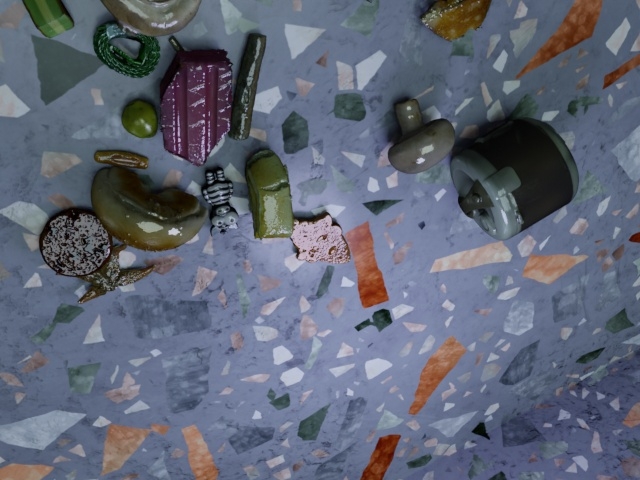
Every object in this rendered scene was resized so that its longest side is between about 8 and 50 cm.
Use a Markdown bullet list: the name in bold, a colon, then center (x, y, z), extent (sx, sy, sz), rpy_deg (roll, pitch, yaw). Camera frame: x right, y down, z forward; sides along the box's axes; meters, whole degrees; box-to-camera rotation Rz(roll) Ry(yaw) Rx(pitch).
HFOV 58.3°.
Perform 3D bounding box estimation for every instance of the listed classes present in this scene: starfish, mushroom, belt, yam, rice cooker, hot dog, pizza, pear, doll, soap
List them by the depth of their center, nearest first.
- **mushroom**: center (-0.366, -0.562, 1.234), extent (0.254, 0.184, 0.255), rpy_deg (-15, 116, -35)
- **belt**: center (-0.456, -0.450, 1.338), extent (0.151, 0.079, 0.121), rpy_deg (11, 106, -40)
- **yam**: center (-0.333, -0.452, 1.417), extent (0.021, 0.021, 0.116), rpy_deg (-36, 128, 2)
- **pear**: center (-0.445, -0.298, 1.430), extent (0.092, 0.092, 0.097), rpy_deg (-37, 127, 3)
- **soap**: center (-0.314, -0.323, 1.436), extent (0.182, 0.112, 0.289), rpy_deg (-4, 127, -15)
- **yam**: center (-0.190, -0.396, 1.487), extent (0.061, 0.061, 0.274), rpy_deg (3, 118, -24)
- **hot dog**: center (-0.515, -0.211, 1.492), extent (0.137, 0.028, 0.044), rpy_deg (8, 110, -25)
- **pizza**: center (0.369, -0.625, 1.573), extent (0.226, 0.069, 0.147), rpy_deg (-29, 149, 1)
- **doll**: center (-0.284, -0.103, 1.632), extent (0.091, 0.067, 0.220), rpy_deg (-17, 127, -17)
- **starfish**: center (-0.605, 0.085, 1.636), extent (0.247, 0.050, 0.138), rpy_deg (-27, 127, -13)
- **mushroom**: center (0.285, -0.295, 1.664), extent (0.206, 0.206, 0.209), rpy_deg (-29, 127, -3)
- **rice cooker**: center (0.582, -0.187, 1.790), extent (0.325, 0.335, 0.335), rpy_deg (-31, 127, -1)

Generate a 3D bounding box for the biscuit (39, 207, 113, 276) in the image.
- **biscuit**: center (-0.652, 0.007, 1.539), extent (0.191, 0.049, 0.192), rpy_deg (-4, 107, -13)

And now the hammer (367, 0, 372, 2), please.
- **hammer**: center (0.207, -0.679, 1.492), extent (0.246, 0.029, 0.103), rpy_deg (-10, 124, -18)

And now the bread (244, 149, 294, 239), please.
- **bread**: center (-0.139, -0.120, 1.610), extent (0.123, 0.186, 0.257), rpy_deg (-10, 116, -12)

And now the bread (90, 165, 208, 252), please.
- **bread**: center (-0.450, -0.054, 1.515), extent (0.313, 0.192, 0.171), rpy_deg (17, 119, -31)

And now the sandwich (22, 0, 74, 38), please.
- **sandwich**: center (-0.610, -0.523, 1.266), extent (0.074, 0.074, 0.117), rpy_deg (-26, 95, -4)

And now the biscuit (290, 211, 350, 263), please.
- **biscuit**: center (0.000, 0.000, 1.831), extent (0.280, 0.043, 0.183), rpy_deg (29, 110, -39)
